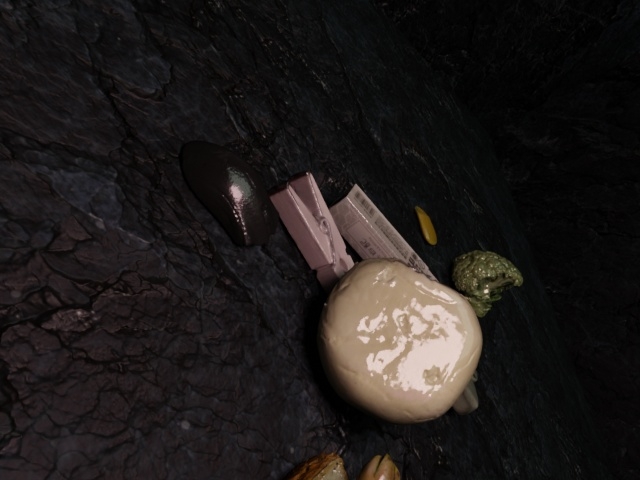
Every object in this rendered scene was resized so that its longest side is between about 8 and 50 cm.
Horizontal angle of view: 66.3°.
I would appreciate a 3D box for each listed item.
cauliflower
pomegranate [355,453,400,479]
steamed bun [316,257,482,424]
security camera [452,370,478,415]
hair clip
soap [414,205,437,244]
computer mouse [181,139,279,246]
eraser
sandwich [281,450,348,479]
[{"bbox_3d":[0.613,0.165,1.857,0.272,0.276,0.250,-86,-173,-85],"label":"cauliflower"},{"bbox_3d":[0.091,0.449,0.712,0.241,0.159,0.189,-18,84,-60],"label":"pomegranate"},{"bbox_3d":[0.150,0.223,1.047,0.334,0.233,0.312,37,70,11],"label":"steamed bun"},{"bbox_3d":[0.415,0.399,1.485,0.157,0.080,0.301,58,22,-4],"label":"security camera"},{"bbox_3d":[-0.003,0.002,1.156,0.330,0.085,0.101,63,33,-13],"label":"hair clip"},{"bbox_3d":[0.390,-0.061,1.822,0.089,0.033,0.168,9,59,-56],"label":"soap"},{"bbox_3d":[-0.169,-0.100,0.995,0.264,0.088,0.147,55,35,-18],"label":"computer mouse"},{"bbox_3d":[0.182,0.034,1.346,0.404,0.096,0.098,49,35,-10],"label":"eraser"},{"bbox_3d":[-0.015,0.510,0.755,0.249,0.095,0.273,-16,82,-55],"label":"sandwich"}]
